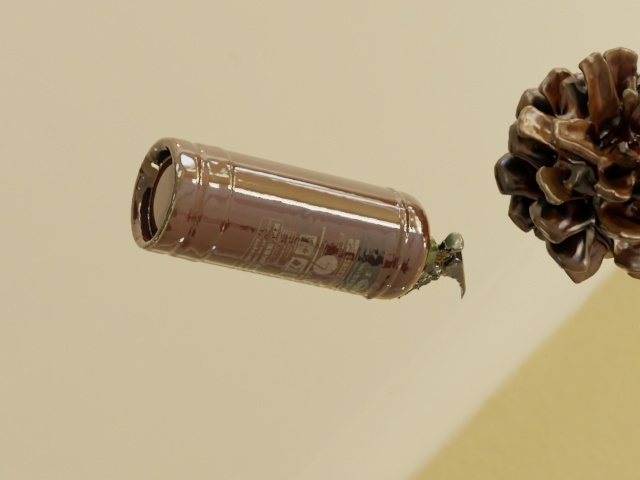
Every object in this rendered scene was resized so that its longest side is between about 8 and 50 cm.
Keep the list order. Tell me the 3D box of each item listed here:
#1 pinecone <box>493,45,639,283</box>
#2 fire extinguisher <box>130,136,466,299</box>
[{"bbox_3d":[0.277,-0.068,1.776,0.229,0.202,0.201,10,-28,-29],"label":"pinecone"},{"bbox_3d":[0.000,0.000,1.703,0.344,0.102,0.138,13,-33,-26],"label":"fire extinguisher"}]
